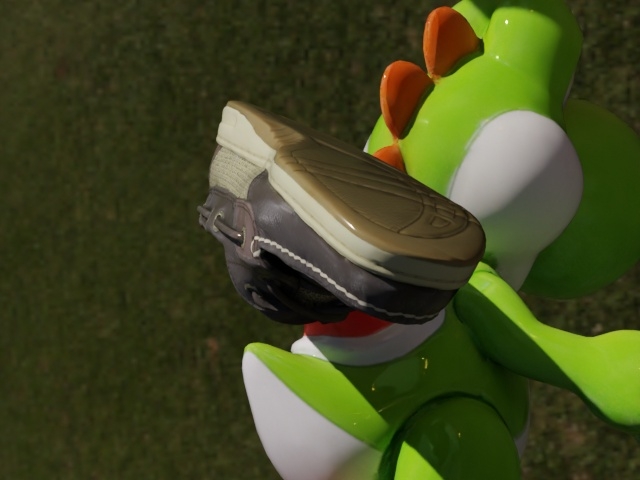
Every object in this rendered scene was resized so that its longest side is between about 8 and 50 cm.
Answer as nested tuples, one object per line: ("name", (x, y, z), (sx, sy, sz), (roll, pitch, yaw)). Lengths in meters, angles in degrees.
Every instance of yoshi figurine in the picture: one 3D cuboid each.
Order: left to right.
("yoshi figurine", (0.089, 0.053, 0.715), (0.203, 0.203, 0.362), (67, -141, -71))

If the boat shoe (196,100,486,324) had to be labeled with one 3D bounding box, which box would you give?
("boat shoe", (-0.001, 0.000, 0.555), (0.073, 0.080, 0.223), (-70, 21, 10))
